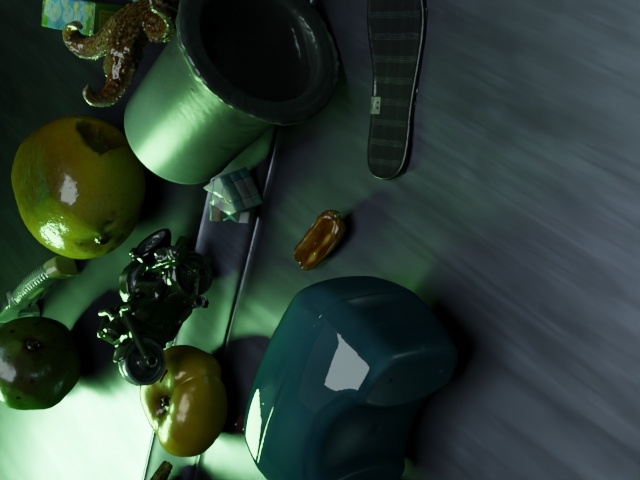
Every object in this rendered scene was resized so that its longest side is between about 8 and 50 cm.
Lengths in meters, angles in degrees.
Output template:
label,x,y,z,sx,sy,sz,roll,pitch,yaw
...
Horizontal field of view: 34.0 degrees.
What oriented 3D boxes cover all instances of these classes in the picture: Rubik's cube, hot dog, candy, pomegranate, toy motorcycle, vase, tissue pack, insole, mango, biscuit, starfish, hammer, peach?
label,x,y,z,sx,sy,sz,roll,pitch,yaw
Rubik's cube,-0.139,-0.062,1.589,0.073,0.075,0.084,-22,76,44
hot dog,0.000,0.000,1.467,0.049,0.037,0.122,57,136,15
candy,-0.414,-0.399,1.873,0.195,0.097,0.062,20,107,46
pomegranate,-0.555,0.250,2.018,0.225,0.187,0.187,109,141,-59
toy motorcycle,-0.283,0.101,1.672,0.205,0.127,0.275,-12,41,47
vase,-0.143,-0.212,1.497,0.291,0.245,0.245,-38,63,53
tissue pack,0.023,0.183,1.321,0.206,0.198,0.287,42,124,37
insole,0.092,-0.234,1.369,0.110,0.012,0.309,11,99,47
mango,-0.449,-0.102,1.859,0.365,0.182,0.252,18,106,46
biscuit,-0.318,0.471,1.715,0.026,0.237,0.131,29,122,7
starfish,-0.265,-0.336,1.605,0.113,0.312,0.303,53,163,-26
hammer,-0.573,0.099,2.057,0.226,0.159,0.041,-33,68,30
peach,-0.216,0.255,1.669,0.179,0.103,0.179,0,89,47

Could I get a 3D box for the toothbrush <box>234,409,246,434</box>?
label,x,y,z,sx,sy,sz,roll,pitch,yaw
toothbrush,-0.001,0.314,1.474,0.364,0.041,0.040,18,105,47

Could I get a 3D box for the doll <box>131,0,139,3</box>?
label,x,y,z,sx,sy,sz,roll,pitch,yaw
doll,-0.332,-0.457,1.817,0.076,0.051,0.083,34,115,38
